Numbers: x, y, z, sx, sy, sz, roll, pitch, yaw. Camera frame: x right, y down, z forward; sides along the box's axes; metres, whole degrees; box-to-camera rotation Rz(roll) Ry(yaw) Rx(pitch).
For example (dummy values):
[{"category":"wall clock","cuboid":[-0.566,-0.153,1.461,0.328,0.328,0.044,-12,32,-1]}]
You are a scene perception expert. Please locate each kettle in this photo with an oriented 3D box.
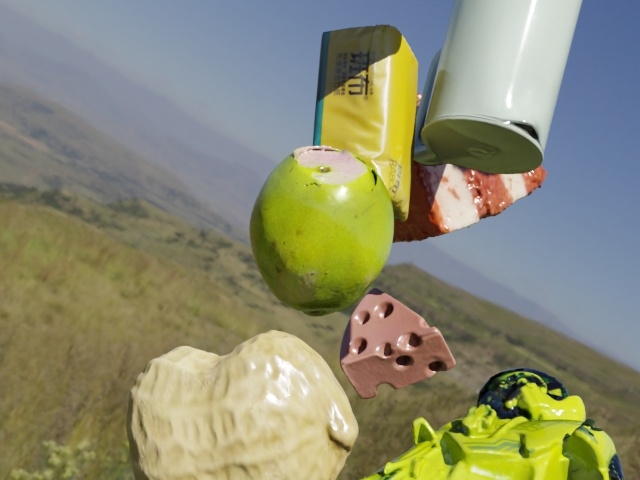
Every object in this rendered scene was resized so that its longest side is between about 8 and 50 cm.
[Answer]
[{"category":"kettle","cuboid":[0.264,-0.284,1.507,0.265,0.318,0.205,6,-18,29]}]

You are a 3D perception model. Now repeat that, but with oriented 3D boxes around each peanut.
[{"category":"peanut","cuboid":[-0.080,0.194,0.948,0.233,0.197,0.110,-14,-10,12]}]

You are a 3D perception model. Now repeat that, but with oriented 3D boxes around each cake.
[{"category":"cake","cuboid":[0.236,-0.159,1.893,0.269,0.319,0.270,-9,-73,57]}]

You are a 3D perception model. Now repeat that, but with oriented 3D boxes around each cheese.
[{"category":"cheese","cuboid":[0.125,0.224,1.841,0.203,0.177,0.128,34,-20,46]}]

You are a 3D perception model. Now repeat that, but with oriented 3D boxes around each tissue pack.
[{"category":"tissue pack","cuboid":[0.073,-0.173,1.454,0.134,0.271,0.192,1,-10,16]}]

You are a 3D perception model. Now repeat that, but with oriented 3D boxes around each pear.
[{"category":"pear","cuboid":[0.000,0.000,1.191,0.187,0.220,0.187,11,26,-6]}]

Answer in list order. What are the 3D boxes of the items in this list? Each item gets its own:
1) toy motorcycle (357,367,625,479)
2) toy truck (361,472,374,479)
[{"category":"toy motorcycle","cuboid":[0.141,0.237,0.843,0.206,0.342,0.142,20,-49,52]},{"category":"toy truck","cuboid":[0.005,0.518,1.472,0.177,0.363,0.178,52,-25,10]}]
